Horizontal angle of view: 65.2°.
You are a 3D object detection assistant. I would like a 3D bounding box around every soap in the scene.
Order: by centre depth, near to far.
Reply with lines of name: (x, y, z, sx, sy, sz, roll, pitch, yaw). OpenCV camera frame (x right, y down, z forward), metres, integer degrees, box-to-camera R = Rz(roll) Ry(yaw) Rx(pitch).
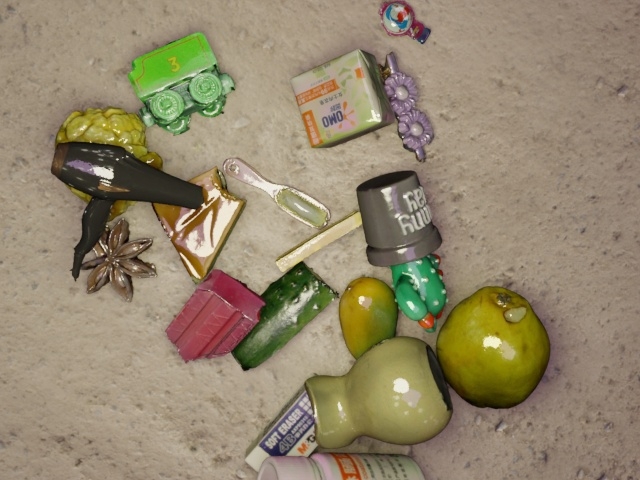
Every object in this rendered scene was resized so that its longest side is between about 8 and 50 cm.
soap: (-0.268, 0.200, 1.215, 0.162, 0.099, 0.250, 36, 120, -13)
soap: (0.055, -0.339, 1.220, 0.199, 0.138, 0.182, -16, 95, 23)
soap: (0.000, -0.001, 1.283, 0.252, 0.092, 0.037, -32, 97, -2)

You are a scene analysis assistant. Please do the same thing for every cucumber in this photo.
cucumber: (-0.114, 0.202, 1.283, 0.325, 0.105, 0.145, -43, 95, 2)

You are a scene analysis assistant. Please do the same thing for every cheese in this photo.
cheese: (0.216, -0.564, 1.298, 0.145, 0.038, 0.095, 31, 90, -4)

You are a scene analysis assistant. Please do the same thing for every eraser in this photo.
eraser: (-0.061, 0.494, 1.307, 0.124, 0.081, 0.279, 41, 89, -5)

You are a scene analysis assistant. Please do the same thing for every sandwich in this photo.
sandwich: (-0.265, -0.042, 1.229, 0.198, 0.155, 0.227, -26, 95, -2)

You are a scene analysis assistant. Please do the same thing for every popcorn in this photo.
popcorn: (-0.496, -0.176, 1.175, 0.236, 0.206, 0.252, -18, 87, 10)

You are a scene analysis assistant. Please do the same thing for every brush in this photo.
brush: (-0.112, -0.126, 1.285, 0.312, 0.067, 0.072, 31, 91, -3)

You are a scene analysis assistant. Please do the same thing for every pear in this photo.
pear: (0.427, 0.272, 1.253, 0.269, 0.269, 0.321, -7, 112, -4)

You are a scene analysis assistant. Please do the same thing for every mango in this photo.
mango: (0.126, 0.216, 1.296, 0.156, 0.114, 0.251, -11, 109, -22)

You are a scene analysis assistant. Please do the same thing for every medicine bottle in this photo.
medicine bottle: (0.050, 0.629, 1.210, 0.388, 0.219, 0.219, 11, 92, -20)

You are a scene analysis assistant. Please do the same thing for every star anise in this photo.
star anise: (-0.501, 0.050, 1.259, 0.196, 0.073, 0.212, 20, 94, -1)

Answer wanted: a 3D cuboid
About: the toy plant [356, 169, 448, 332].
toy plant: (0.210, 0.043, 1.204, 0.185, 0.279, 0.400, -18, 106, 5)

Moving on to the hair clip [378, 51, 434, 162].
hair clip: (0.215, -0.336, 1.291, 0.106, 0.084, 0.292, -29, 98, -26)

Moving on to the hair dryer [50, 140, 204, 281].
hair dryer: (-0.455, -0.039, 1.102, 0.303, 0.120, 0.359, 16, 121, -32)

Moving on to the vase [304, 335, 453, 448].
vase: (0.158, 0.381, 1.214, 0.302, 0.329, 0.241, -23, 64, 15)

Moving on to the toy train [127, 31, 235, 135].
toy train: (-0.342, -0.380, 1.224, 0.243, 0.132, 0.188, -27, 90, -5)
